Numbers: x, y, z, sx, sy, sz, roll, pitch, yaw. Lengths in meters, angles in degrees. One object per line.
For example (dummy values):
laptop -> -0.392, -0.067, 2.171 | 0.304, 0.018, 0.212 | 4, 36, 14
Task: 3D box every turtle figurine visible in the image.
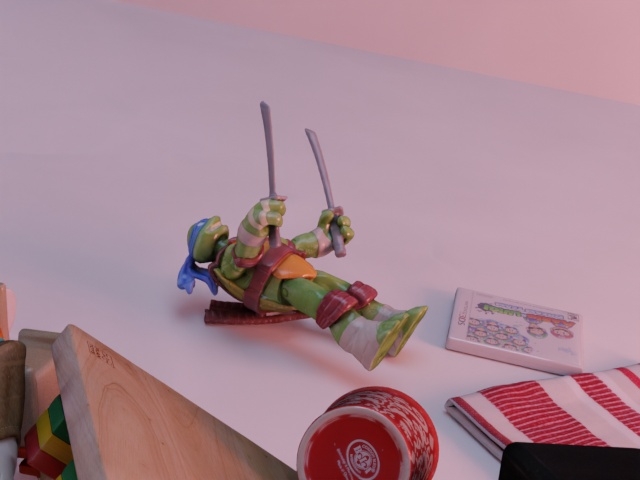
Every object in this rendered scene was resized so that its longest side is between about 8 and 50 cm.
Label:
turtle figurine -> 0.000, 0.000, 1.426 | 0.266, 0.198, 0.275 | 35, 72, 13

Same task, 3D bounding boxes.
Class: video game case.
video game case -> 0.230, 0.106, 1.544 | 0.157, 0.019, 0.143 | 13, 23, 5

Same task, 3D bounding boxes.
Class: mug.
mug -> 0.053, 0.188, 1.093 | 0.150, 0.113, 0.169 | 30, -1, 10

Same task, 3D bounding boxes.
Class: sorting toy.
sorting toy -> -0.097, 0.208, 0.957 | 0.255, 0.089, 0.257 | 37, 5, -25

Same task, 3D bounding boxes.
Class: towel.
towel -> 0.325, 0.197, 1.354 | 0.329, 0.037, 0.237 | -5, 27, -31

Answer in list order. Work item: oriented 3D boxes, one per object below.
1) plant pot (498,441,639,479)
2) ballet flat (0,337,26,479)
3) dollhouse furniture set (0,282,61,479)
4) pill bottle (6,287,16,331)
plant pot -> 0.221, 0.248, 1.028 | 0.188, 0.188, 0.167 | 5, 12, -12
ballet flat -> -0.294, 0.209, 0.912 | 0.124, 0.116, 0.342 | 35, 49, 13
dollhouse furniture set -> -0.339, 0.145, 1.134 | 0.259, 0.135, 0.262 | 5, 21, 17
pill bottle -> -0.391, 0.058, 1.314 | 0.160, 0.087, 0.087 | 17, 24, 14
